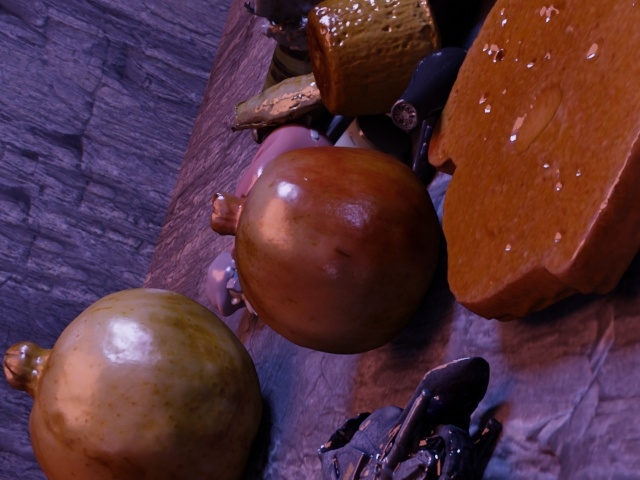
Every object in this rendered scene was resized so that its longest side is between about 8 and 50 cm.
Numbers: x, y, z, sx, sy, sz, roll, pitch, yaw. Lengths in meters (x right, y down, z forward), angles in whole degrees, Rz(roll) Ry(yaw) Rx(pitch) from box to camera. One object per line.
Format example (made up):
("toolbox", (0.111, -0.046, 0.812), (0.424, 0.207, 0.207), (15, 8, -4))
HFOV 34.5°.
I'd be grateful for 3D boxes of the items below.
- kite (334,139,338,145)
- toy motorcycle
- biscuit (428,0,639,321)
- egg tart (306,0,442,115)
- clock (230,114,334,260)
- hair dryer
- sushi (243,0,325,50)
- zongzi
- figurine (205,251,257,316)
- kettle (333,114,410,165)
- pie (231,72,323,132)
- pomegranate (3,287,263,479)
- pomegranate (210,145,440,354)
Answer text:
("kite", (-0.020, -0.014, 1.734), (0.335, 0.011, 0.314), (-70, 16, -3))
("toy motorcycle", (0.066, 0.228, 1.013), (0.307, 0.108, 0.173), (-47, 23, 49))
("biscuit", (0.222, -0.119, 0.970), (0.455, 0.078, 0.350), (-90, 23, -51))
("egg tart", (0.066, -0.258, 1.373), (0.202, 0.147, 0.203), (167, 90, -82))
("clock", (-0.071, -0.096, 1.738), (0.241, 0.142, 0.227), (-89, 24, -57))
("hair dryer", (0.125, -0.119, 1.264), (0.195, 0.075, 0.219), (-46, -28, -50))
("sushi", (0.033, -0.461, 1.504), (0.417, 0.175, 0.418), (16, -90, -73))
("zongzi", (-0.023, -0.325, 1.938), (0.288, 0.134, 0.286), (-70, 5, -56))
("figurine", (-0.143, 0.074, 1.862), (0.229, 0.112, 0.137), (1, 73, 65))
("kettle", (0.054, -0.096, 1.445), (0.148, 0.098, 0.127), (-52, 18, 38))
("pie", (-0.031, -0.242, 1.724), (0.282, 0.068, 0.128), (-9, 19, 38))
("pomegranate", (-0.295, 0.254, 1.596), (0.410, 0.410, 0.410), (-160, 90, -74))
("pomegranate", (0.000, 0.000, 1.198), (0.252, 0.270, 0.229), (-83, 11, -58))
